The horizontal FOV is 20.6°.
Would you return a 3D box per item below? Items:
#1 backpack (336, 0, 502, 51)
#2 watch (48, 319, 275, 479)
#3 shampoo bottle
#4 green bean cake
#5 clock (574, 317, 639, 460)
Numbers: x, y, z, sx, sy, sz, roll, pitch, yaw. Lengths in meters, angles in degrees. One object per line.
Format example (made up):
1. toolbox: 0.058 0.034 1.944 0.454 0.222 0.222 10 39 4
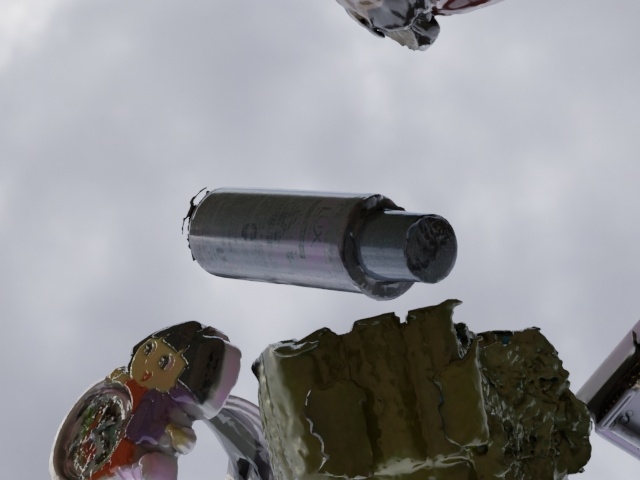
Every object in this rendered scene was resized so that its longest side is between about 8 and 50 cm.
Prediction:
1. backpack: 0.066 -0.243 1.238 0.229 0.229 0.139 24 -115 33
2. watch: -0.130 0.227 1.829 0.196 0.231 0.244 17 -109 56
3. shampoo bottle: 0.000 0.000 1.147 0.072 0.072 0.214 -33 -157 -34
4. green bean cake: 0.097 0.166 1.486 0.285 0.310 0.202 -10 -101 -3
5. clock: 0.385 0.154 1.750 0.253 0.186 0.083 32 -165 -24
